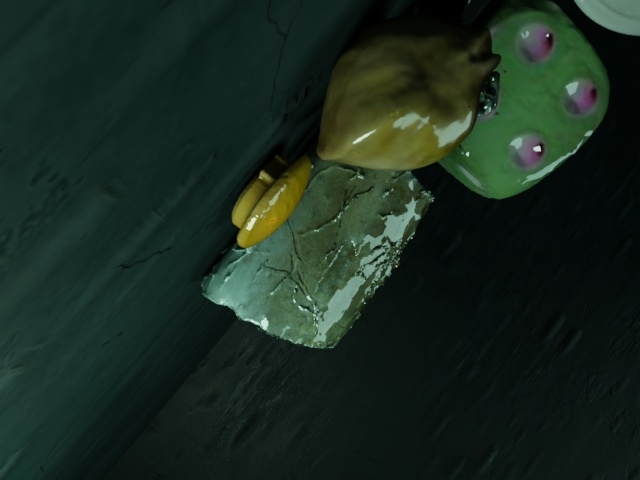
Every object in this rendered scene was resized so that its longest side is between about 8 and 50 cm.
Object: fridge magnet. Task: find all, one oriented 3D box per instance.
[{"bbox_3d":[-0.063,-0.052,0.710,0.143,0.063,0.143,-52,179,-1],"label":"fridge magnet"}]

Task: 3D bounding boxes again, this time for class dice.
[{"bbox_3d":[0.360,-0.304,1.171,0.322,0.330,0.318,-47,-165,6],"label":"dice"}]

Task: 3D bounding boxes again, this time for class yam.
[{"bbox_3d":[0.000,0.000,0.886,0.348,0.241,0.241,-54,179,7],"label":"yam"}]

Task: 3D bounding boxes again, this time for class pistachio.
[{"bbox_3d":[0.079,-0.163,0.651,0.212,0.163,0.260,-30,-169,-6],"label":"pistachio"}]

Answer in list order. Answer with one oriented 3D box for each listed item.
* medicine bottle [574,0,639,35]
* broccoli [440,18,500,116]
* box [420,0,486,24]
[{"bbox_3d":[0.415,-0.406,0.690,0.238,0.238,0.232,-51,-167,39],"label":"medicine bottle"},{"bbox_3d":[0.174,-0.193,0.871,0.275,0.177,0.198,90,23,-57],"label":"broccoli"},{"bbox_3d":[0.262,-0.436,0.930,0.289,0.073,0.290,-51,179,-8],"label":"box"}]
